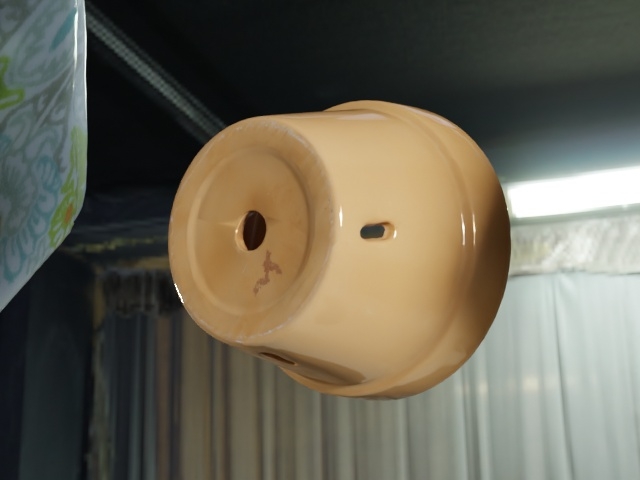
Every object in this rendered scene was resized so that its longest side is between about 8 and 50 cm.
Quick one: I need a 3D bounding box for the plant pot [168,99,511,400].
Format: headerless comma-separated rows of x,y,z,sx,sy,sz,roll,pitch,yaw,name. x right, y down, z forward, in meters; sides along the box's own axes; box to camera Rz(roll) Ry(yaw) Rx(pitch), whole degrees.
0.000,0.000,1.067,0.291,0.291,0.203,-15,-16,36,plant pot

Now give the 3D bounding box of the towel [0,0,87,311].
-0.235,-0.044,0.597,0.090,0.374,0.320,16,-54,13,towel
